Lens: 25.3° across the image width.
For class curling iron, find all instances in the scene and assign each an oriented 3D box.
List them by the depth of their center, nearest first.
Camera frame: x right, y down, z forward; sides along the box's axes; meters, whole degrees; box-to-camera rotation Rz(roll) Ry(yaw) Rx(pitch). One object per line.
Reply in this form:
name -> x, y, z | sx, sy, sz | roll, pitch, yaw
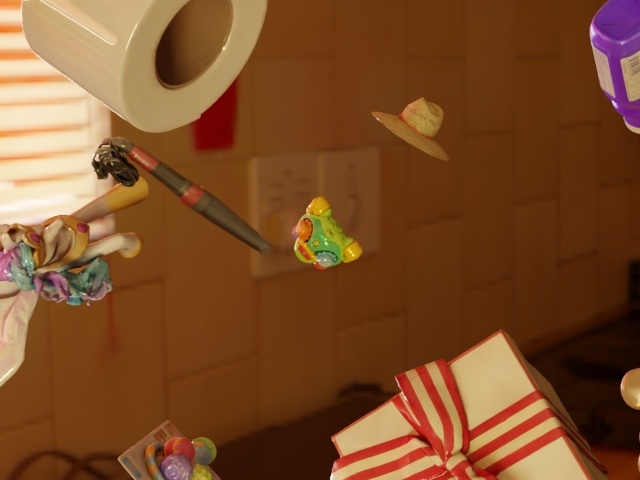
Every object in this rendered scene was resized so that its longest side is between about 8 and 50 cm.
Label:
curling iron -> -0.161, -0.052, 1.705 | 0.274, 0.035, 0.068 | 29, -33, -34

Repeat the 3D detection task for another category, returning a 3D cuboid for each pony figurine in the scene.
pony figurine -> -0.423, 0.033, 1.959 | 0.351, 0.303, 0.363 | -26, -1, 19

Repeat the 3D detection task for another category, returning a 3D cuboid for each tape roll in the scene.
tape roll -> -0.203, -0.271, 1.667 | 0.169, 0.246, 0.246 | 36, 24, 23

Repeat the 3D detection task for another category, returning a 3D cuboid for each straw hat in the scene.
straw hat -> 0.152, -0.180, 2.131 | 0.144, 0.061, 0.144 | 29, 13, -8

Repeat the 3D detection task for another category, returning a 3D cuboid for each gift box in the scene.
gift box -> 0.170, 0.285, 1.546 | 0.276, 0.255, 0.258 | -37, -29, 6

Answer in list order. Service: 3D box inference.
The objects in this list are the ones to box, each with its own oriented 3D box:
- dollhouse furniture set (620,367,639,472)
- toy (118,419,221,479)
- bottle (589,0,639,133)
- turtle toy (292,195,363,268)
dollhouse furniture set -> 0.512, 0.403, 2.133 | 0.256, 0.394, 0.362 | -13, 4, 8
toy -> -0.188, 0.314, 1.988 | 0.056, 0.137, 0.237 | -42, -3, 9
bottle -> 0.498, -0.272, 2.251 | 0.092, 0.118, 0.283 | 44, -8, 33
turtle toy -> 0.000, 0.000, 1.872 | 0.066, 0.095, 0.130 | -37, 0, -8
